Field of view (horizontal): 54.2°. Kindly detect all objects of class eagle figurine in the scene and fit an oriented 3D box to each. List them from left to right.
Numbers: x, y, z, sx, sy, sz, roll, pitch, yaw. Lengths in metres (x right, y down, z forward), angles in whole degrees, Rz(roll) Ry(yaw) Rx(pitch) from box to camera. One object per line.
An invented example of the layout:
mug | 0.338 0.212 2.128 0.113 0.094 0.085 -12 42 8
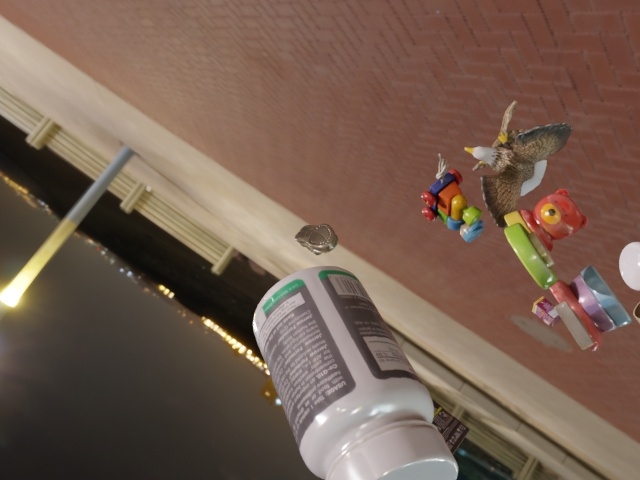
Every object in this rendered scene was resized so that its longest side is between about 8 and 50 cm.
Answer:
eagle figurine | 0.431 -0.169 1.401 0.298 0.225 0.226 -101 -4 -69

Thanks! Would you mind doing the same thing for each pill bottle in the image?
pill bottle | 0.041 0.224 0.940 0.204 0.204 0.361 46 -170 -45
pill bottle | 0.839 0.054 1.489 0.215 0.117 0.117 -4 174 -11

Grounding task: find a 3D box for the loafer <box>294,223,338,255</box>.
loafer | 0.000 0.000 1.217 0.050 0.056 0.148 42 172 -22

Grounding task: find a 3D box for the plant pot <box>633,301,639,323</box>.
plant pot | 0.926 0.194 1.474 0.191 0.284 0.284 60 168 3

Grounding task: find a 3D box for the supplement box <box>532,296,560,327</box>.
supplement box | 0.737 0.232 2.034 0.083 0.043 0.055 47 160 34

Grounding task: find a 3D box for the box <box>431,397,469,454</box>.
box | 0.219 0.449 1.490 0.216 0.060 0.270 37 -158 19

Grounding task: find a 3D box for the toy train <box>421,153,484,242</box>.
toy train | 0.321 -0.093 1.465 0.143 0.105 0.248 47 172 23

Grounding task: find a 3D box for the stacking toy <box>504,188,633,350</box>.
stacking toy | 0.477 0.047 1.166 0.309 0.130 0.279 58 -160 10
